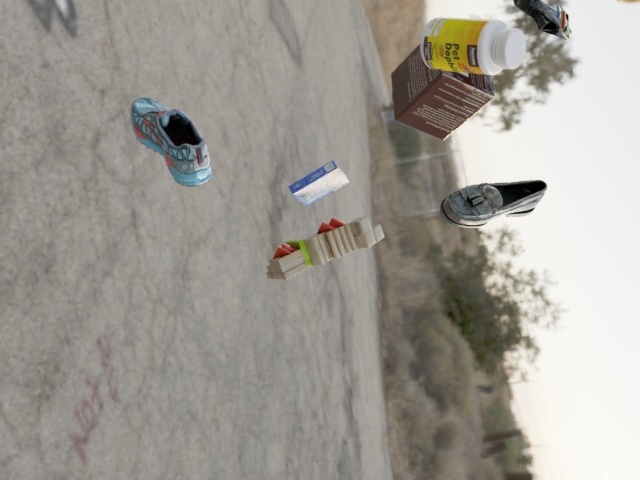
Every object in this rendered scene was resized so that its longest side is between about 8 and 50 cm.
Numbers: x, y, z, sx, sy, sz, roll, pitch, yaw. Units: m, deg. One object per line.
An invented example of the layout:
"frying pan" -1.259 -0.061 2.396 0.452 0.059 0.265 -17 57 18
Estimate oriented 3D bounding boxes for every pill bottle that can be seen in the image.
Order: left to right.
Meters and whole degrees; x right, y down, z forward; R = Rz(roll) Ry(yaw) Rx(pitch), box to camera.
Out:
"pill bottle" 0.333 -0.424 1.725 0.117 0.215 0.117 -18 115 -43

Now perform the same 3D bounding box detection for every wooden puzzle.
"wooden puzzle" 0.611 -0.546 1.977 0.116 0.014 0.078 -9 96 -60

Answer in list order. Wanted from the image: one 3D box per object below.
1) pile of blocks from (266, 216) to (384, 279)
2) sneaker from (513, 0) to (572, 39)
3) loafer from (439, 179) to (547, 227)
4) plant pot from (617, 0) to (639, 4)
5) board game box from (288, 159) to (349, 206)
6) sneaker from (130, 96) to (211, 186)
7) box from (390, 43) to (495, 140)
"pile of blocks" 0.000 0.000 2.319 0.149 0.362 0.112 -147 -143 -75
"sneaker" 0.603 -0.610 2.150 0.051 0.170 0.089 -54 -160 44
"loafer" 0.371 -0.093 1.682 0.084 0.267 0.096 -52 -124 48
"plant pot" 0.758 -0.692 1.937 0.205 0.205 0.188 65 12 -70
"board game box" -0.002 -0.097 1.366 0.020 0.090 0.090 63 9 17
"sneaker" -0.303 -0.234 1.629 0.262 0.104 0.125 45 -34 27
"box" 0.305 -0.394 1.998 0.203 0.167 0.168 -41 -139 47
